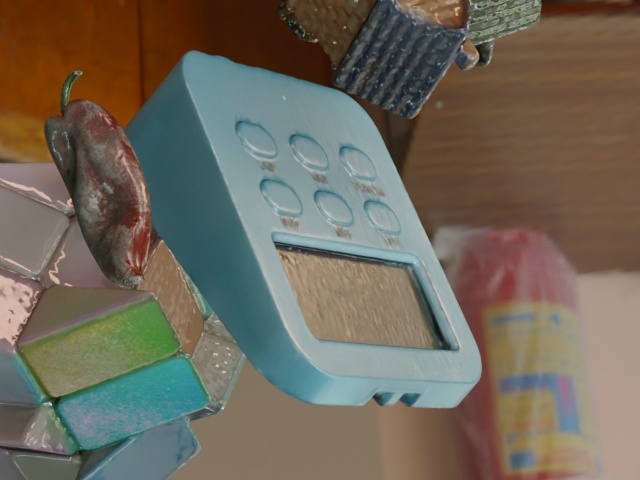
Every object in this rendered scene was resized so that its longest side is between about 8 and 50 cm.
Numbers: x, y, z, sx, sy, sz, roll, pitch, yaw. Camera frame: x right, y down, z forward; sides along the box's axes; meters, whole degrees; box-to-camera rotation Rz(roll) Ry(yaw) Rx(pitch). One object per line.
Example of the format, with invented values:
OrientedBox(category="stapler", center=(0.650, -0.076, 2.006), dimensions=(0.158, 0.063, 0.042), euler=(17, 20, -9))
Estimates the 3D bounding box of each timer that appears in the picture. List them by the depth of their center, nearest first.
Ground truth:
OrientedBox(category="timer", center=(0.000, 0.000, 1.114), dimensions=(0.091, 0.250, 0.232), euler=(-46, 151, 22))

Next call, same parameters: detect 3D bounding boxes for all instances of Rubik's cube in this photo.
OrientedBox(category="Rubik's cube", center=(-0.264, 0.092, 1.752), dimensions=(0.368, 0.358, 0.387), euler=(23, 143, -3))

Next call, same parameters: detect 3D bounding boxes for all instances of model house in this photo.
OrientedBox(category="model house", center=(0.093, -0.205, 1.423), dimensions=(0.183, 0.172, 0.166), euler=(-25, 159, -29))

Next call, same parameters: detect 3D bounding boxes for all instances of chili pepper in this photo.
OrientedBox(category="chili pepper", center=(-0.126, -0.032, 0.948), dimensions=(0.041, 0.153, 0.050), euler=(-11, 149, -30))
